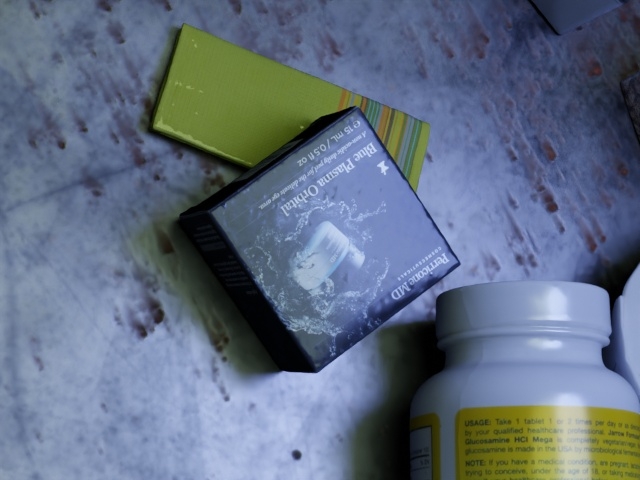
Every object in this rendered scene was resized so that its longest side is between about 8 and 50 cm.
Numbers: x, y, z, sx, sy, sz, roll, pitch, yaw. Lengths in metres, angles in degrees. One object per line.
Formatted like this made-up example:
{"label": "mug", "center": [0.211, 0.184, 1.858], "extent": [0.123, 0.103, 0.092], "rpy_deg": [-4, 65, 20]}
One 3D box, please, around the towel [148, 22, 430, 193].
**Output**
{"label": "towel", "center": [-0.022, -0.094, 1.657], "extent": [0.237, 0.021, 0.102], "rpy_deg": [21, 69, -16]}

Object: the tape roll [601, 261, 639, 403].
{"label": "tape roll", "center": [0.385, 0.107, 1.662], "extent": [0.286, 0.100, 0.286], "rpy_deg": [1, 56, -1]}

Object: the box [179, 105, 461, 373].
{"label": "box", "center": [0.000, 0.000, 1.590], "extent": [0.156, 0.093, 0.158], "rpy_deg": [-36, 99, -17]}

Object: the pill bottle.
{"label": "pill bottle", "center": [0.166, 0.207, 1.575], "extent": [0.188, 0.188, 0.334], "rpy_deg": [4, 78, -21]}

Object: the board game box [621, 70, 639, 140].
{"label": "board game box", "center": [0.459, -0.137, 1.739], "extent": [0.291, 0.232, 0.141], "rpy_deg": [-16, 84, -24]}

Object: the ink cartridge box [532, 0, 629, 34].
{"label": "ink cartridge box", "center": [0.303, -0.312, 1.684], "extent": [0.211, 0.289, 0.121], "rpy_deg": [-43, 99, -23]}
